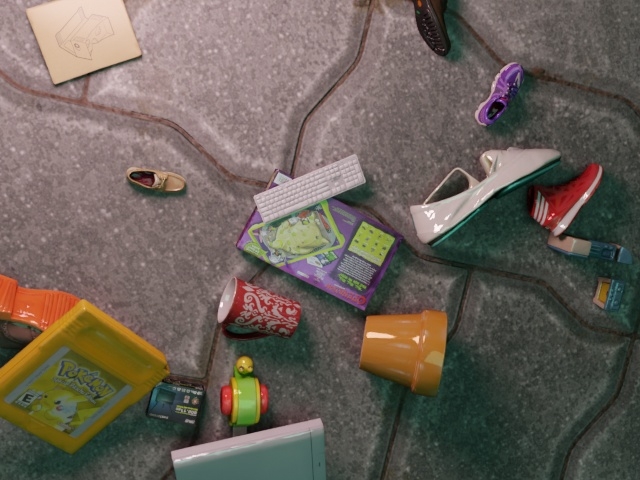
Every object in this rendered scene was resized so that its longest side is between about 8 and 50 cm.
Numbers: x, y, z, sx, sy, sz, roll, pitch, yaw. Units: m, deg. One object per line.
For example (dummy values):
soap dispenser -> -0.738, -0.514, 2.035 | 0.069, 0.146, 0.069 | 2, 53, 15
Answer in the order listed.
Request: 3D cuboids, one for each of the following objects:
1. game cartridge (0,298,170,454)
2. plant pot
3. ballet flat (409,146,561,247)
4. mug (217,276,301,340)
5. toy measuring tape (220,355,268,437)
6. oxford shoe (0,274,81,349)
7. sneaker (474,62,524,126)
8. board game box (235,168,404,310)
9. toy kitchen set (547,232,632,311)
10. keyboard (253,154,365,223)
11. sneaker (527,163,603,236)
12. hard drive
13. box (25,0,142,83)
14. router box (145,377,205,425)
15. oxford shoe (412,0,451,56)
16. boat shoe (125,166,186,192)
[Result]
game cartridge -> -0.532, 0.308, 1.847 | 0.324, 0.052, 0.285 | -39, 128, 9
plant pot -> 0.192, 0.257, 1.999 | 0.188, 0.205, 0.205 | 8, 98, 4
ballet flat -> 0.386, -0.137, 2.004 | 0.400, 0.139, 0.139 | -33, 104, -3
mug -> -0.147, 0.169, 1.967 | 0.169, 0.150, 0.113 | 19, 59, -18
toy measuring tape -> -0.182, 0.437, 1.985 | 0.122, 0.121, 0.330 | 1, 99, -11
oxford shoe -> -0.631, 0.186, 1.871 | 0.364, 0.130, 0.132 | 27, 126, -21
sneaker -> 0.437, -0.342, 1.998 | 0.068, 0.071, 0.169 | 29, 92, -14
board game box -> 0.000, 0.000, 1.983 | 0.347, 0.056, 0.208 | 28, 89, -14
toy kitchen set -> 0.670, 0.082, 2.090 | 0.207, 0.122, 0.166 | 11, 97, -13
keyboard -> -0.024, -0.118, 1.929 | 0.256, 0.014, 0.072 | -23, 103, -6
sneaker -> 0.592, -0.128, 2.059 | 0.128, 0.087, 0.221 | 36, 70, 4
hard drive -> -0.162, 0.552, 1.996 | 0.353, 0.047, 0.233 | -10, 125, -11
box -> -0.508, -0.447, 1.818 | 0.201, 0.021, 0.164 | -20, 103, -8
router box -> -0.342, 0.379, 1.982 | 0.123, 0.038, 0.092 | 14, 97, -13
oxford shoe -> 0.263, -0.536, 1.928 | 0.096, 0.083, 0.227 | -29, 110, -19
boat shoe -> -0.369, -0.133, 1.886 | 0.135, 0.045, 0.050 | 8, 98, -12
